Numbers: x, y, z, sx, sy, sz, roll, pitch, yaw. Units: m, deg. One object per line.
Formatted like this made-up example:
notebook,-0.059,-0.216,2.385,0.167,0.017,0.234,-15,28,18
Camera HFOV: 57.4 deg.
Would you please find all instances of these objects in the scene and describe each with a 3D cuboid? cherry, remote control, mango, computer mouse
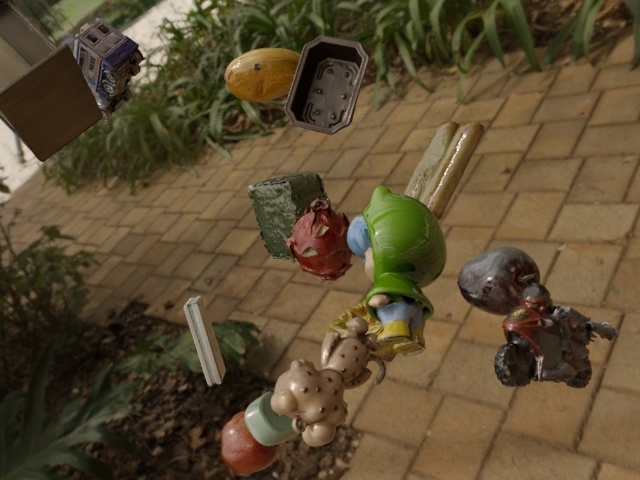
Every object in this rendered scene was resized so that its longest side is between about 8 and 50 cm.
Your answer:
cherry,0.615,0.136,2.004,0.296,0.218,0.255,-1,42,52
remote control,-0.376,0.324,1.899,0.056,0.277,0.103,-16,8,0
mango,-0.136,-0.461,1.621,0.262,0.157,0.108,-6,53,4
computer mouse,-0.117,0.544,1.836,0.288,0.159,0.097,-9,-36,-54

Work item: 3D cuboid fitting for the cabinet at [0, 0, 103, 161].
cabinet,-0.500,-0.271,0.971,0.148,0.175,0.215,-44,-8,-18

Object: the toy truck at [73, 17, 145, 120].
toy truck,-0.600,-0.465,1.618,0.124,0.155,0.268,-57,9,-33

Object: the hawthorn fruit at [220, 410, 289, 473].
hawthorn fruit,-0.205,0.646,1.870,0.226,0.196,0.196,-8,38,23

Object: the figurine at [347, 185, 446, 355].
figurine,0.122,0.042,0.902,0.143,0.162,0.263,-29,47,37

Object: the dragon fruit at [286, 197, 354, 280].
dragon fruit,0.000,0.000,1.126,0.133,0.165,0.136,-9,30,-2

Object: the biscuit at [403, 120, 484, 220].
biscuit,0.318,-0.191,1.584,0.290,0.062,0.237,-63,16,7

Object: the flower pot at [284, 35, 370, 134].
flower pot,0.023,-0.387,1.505,0.179,0.084,0.250,16,85,14

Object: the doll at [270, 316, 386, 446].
doll,0.027,0.266,1.132,0.278,0.154,0.119,-33,0,-42

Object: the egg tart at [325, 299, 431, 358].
egg tart,0.186,0.264,1.784,0.341,0.132,0.341,-19,11,4

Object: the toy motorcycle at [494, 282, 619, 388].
toy motorcycle,0.502,0.203,1.218,0.134,0.401,0.207,-16,67,56

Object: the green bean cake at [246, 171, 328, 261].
green bean cake,-0.083,-0.065,1.657,0.132,0.241,0.255,-24,12,-33

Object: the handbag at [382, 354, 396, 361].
handbag,0.220,0.350,2.134,0.151,0.072,0.193,-68,29,13
